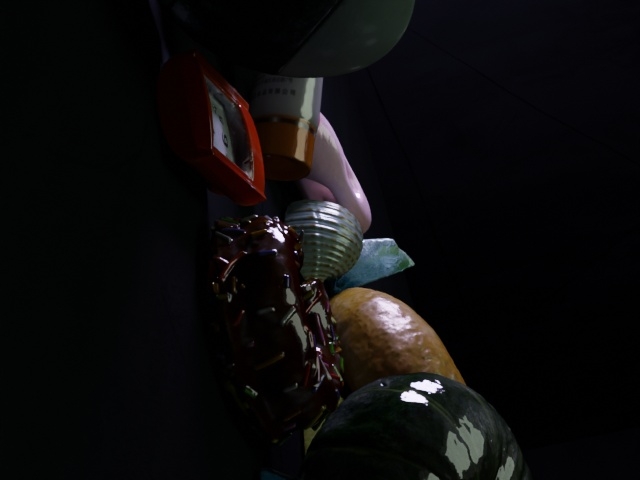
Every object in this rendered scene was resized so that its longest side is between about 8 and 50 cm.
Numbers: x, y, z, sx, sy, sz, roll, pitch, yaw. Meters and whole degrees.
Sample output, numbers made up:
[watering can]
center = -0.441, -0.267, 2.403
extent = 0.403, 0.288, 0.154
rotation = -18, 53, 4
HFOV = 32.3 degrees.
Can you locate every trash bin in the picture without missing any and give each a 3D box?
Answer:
[trash bin]
center = -0.004, -0.369, 1.094
extent = 0.280, 0.280, 0.432
rotation = 67, 36, -50

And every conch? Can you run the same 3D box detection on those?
[conch]
center = 0.005, -0.005, 1.585
extent = 0.135, 0.102, 0.153
rotation = 47, 15, -29

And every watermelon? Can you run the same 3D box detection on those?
[watermelon]
center = 0.071, 0.040, 1.924
extent = 0.241, 0.154, 0.094
rotation = 130, -53, -83

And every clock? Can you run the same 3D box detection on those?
[clock]
center = -0.109, -0.105, 1.081
extent = 0.155, 0.061, 0.113
rotation = 46, 31, -68

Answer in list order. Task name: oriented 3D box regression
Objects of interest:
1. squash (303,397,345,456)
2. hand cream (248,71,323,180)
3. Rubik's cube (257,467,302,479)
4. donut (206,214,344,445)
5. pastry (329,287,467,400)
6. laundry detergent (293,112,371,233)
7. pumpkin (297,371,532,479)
[squash]
center = 0.033, 0.323, 1.380
extent = 0.252, 0.049, 0.252
rotation = -14, 90, -84
[hand cream]
center = -0.044, -0.234, 1.410
extent = 0.089, 0.139, 0.314
rotation = 17, 72, -33
[Rubik's cube]
center = 0.031, 0.353, 0.964
extent = 0.229, 0.228, 0.233
rotation = -16, -137, 62
[donut]
center = -0.040, 0.086, 1.094
extent = 0.216, 0.096, 0.230
rotation = -93, 167, -55
[pastry]
center = 0.110, 0.220, 1.549
extent = 0.356, 0.164, 0.356
rotation = 158, -90, -85
[laundry detergent]
center = -0.010, -0.125, 1.650
extent = 0.159, 0.088, 0.335
rotation = 47, -7, 30
[pumpkin]
center = 0.098, 0.294, 1.181
extent = 0.300, 0.207, 0.300
rotation = 11, 76, -47
